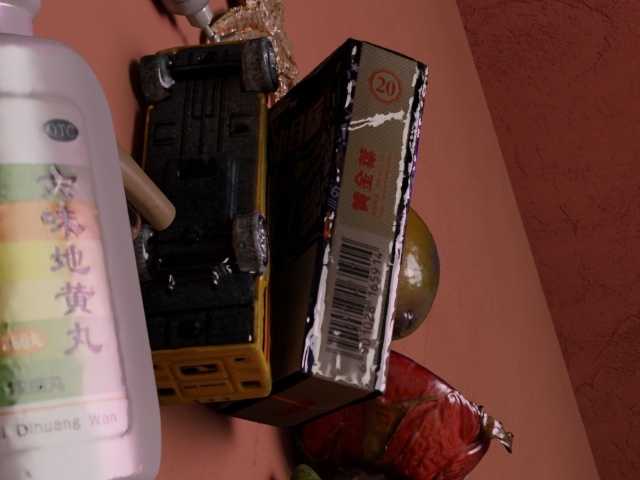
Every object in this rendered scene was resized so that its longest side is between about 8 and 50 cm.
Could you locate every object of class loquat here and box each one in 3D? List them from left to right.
[{"bbox_3d":[0.072,0.029,1.781,0.152,0.152,0.195,56,18,-53],"label":"loquat"}]

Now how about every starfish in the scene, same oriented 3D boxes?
[{"bbox_3d":[-0.062,-0.208,1.658,0.295,0.048,0.231,-61,136,-66],"label":"starfish"}]

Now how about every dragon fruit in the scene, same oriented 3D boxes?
[{"bbox_3d":[0.053,0.215,1.529,0.223,0.218,0.148,36,65,-7],"label":"dragon fruit"}]

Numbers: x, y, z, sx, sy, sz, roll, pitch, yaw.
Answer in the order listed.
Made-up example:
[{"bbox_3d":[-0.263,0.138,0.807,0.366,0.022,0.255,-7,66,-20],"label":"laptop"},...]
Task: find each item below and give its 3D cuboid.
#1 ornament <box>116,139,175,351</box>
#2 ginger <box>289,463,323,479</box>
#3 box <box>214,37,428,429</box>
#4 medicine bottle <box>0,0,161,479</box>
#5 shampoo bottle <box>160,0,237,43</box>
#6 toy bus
[{"bbox_3d":[-0.192,-0.011,1.005,0.245,0.061,0.230,51,30,-41],"label":"ornament"},{"bbox_3d":[0.024,0.332,1.463,0.137,0.089,0.290,-70,147,-49],"label":"ginger"},{"bbox_3d":[0.000,0.000,1.317,0.198,0.084,0.310,-32,-135,61],"label":"box"},{"bbox_3d":[-0.196,-0.009,0.824,0.179,0.124,0.324,-3,78,-39],"label":"medicine bottle"},{"bbox_3d":[-0.138,-0.256,1.407,0.195,0.056,0.056,63,21,-44],"label":"shampoo bottle"},{"bbox_3d":[-0.094,-0.026,1.266,0.123,0.121,0.336,73,13,-51],"label":"toy bus"}]
